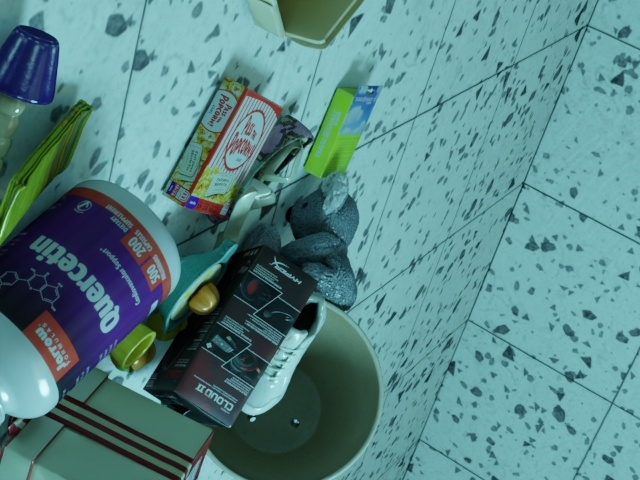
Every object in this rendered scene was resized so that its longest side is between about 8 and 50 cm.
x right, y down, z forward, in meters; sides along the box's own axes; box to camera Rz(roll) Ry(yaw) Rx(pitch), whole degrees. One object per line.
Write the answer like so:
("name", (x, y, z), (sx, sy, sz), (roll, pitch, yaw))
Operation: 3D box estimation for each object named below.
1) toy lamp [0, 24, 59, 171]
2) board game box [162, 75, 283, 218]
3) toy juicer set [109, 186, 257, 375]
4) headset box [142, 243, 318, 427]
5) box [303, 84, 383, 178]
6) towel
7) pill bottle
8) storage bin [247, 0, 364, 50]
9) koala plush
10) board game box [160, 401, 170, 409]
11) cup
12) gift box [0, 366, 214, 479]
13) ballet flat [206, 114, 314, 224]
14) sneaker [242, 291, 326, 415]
("toy lamp", (-0.349, -0.097, 1.327), (0.080, 0.080, 0.275), (-14, 131, -63))
("board game box", (-0.141, -0.133, 1.813), (0.193, 0.045, 0.147), (-62, 161, 5))
("toy juicer set", (-0.193, 0.087, 1.874), (0.329, 0.089, 0.209), (-46, 169, -21))
("headset box", (-0.151, 0.163, 1.918), (0.293, 0.110, 0.218), (-59, -166, -15))
("box", (0.040, -0.198, 2.160), (0.109, 0.042, 0.178), (-14, 131, -64))
("towel", (-0.312, -0.074, 1.384), (0.237, 0.021, 0.102), (-73, -172, -62))
("pill bottle", (-0.328, 0.084, 1.472), (0.323, 0.181, 0.181), (-47, 156, -33))
("storage bin", (0.004, -0.430, 1.642), (0.260, 0.123, 0.262), (-54, 160, -17))
("koala plush", (0.000, 0.000, 2.161), (0.196, 0.203, 0.221), (76, 36, -63))
("board game box", (-0.216, 0.257, 2.203), (0.186, 0.026, 0.126), (-44, 155, -38))
("cup", (-0.071, 0.277, 2.141), (0.331, 0.331, 0.237), (-54, 175, -17))
("gift box", (-0.331, 0.344, 1.704), (0.255, 0.258, 0.276), (-68, 172, 25))
("ballet flat", (-0.087, -0.103, 1.937), (0.221, 0.079, 0.077), (-52, 158, -21))
("sneaker", (-0.065, 0.172, 1.987), (0.232, 0.090, 0.115), (-61, 180, -17))
